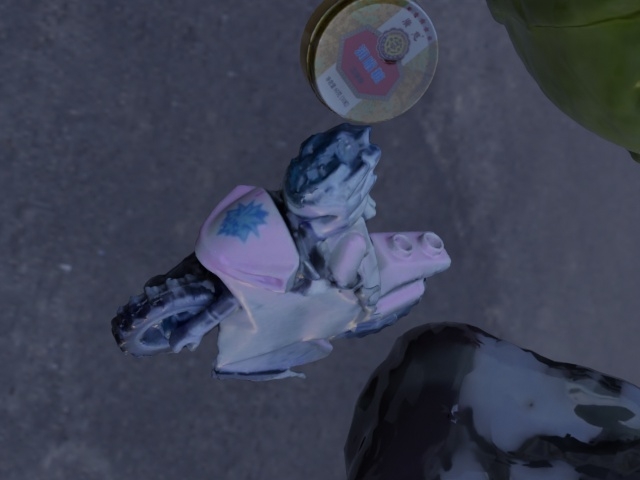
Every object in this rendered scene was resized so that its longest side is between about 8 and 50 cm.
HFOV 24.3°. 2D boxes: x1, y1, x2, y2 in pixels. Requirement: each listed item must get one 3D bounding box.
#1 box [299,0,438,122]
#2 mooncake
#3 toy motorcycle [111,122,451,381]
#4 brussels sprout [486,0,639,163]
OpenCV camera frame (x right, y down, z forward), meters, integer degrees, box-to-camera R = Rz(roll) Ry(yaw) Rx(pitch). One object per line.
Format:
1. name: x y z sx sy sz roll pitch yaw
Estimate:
1. box: 0.037 -0.143 1.135 0.105 0.037 0.106 -9 117 -19
2. mooncake: 0.199 0.240 1.102 0.212 0.381 0.350 -65 148 -18
3. toy motorcycle: 0.003 0.005 0.946 0.239 0.108 0.204 -21 154 -48
4. brussels sprout: 0.314 -0.261 1.348 0.342 0.361 0.425 -47 130 -32
